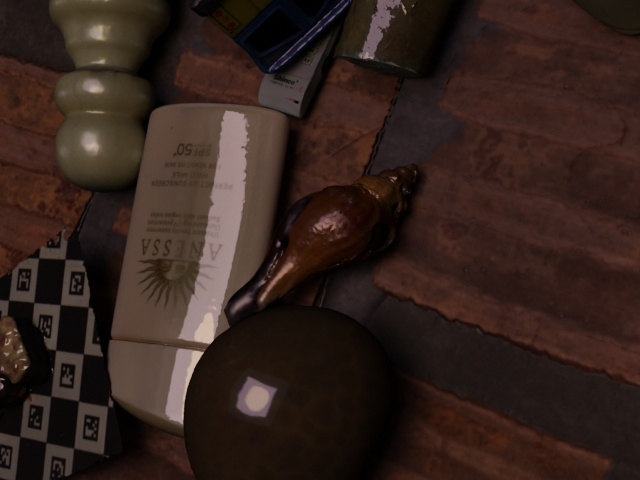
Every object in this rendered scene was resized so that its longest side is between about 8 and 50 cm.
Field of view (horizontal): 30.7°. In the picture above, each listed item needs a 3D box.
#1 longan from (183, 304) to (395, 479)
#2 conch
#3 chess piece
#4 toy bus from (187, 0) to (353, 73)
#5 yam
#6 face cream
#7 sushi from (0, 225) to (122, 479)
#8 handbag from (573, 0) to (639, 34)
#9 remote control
[{"bbox_3d":[-0.032,0.160,1.087,0.198,0.198,0.212,29,109,30],"label":"longan"},{"bbox_3d":[-0.001,-0.006,1.152,0.232,0.080,0.086,-22,44,-1],"label":"conch"},{"bbox_3d":[-0.240,-0.180,1.313,0.144,0.144,0.251,-2,81,27],"label":"chess piece"},{"bbox_3d":[-0.105,-0.333,1.236,0.138,0.175,0.288,-42,55,11],"label":"toy bus"},{"bbox_3d":[0.101,-0.288,1.181,0.106,0.106,0.259,19,88,29],"label":"yam"},{"bbox_3d":[-0.135,0.030,1.229,0.173,0.081,0.349,5,79,27],"label":"face cream"},{"bbox_3d":[-0.349,0.150,1.286,0.290,0.050,0.264,-30,65,34],"label":"sushi"},{"bbox_3d":[0.215,-0.310,1.003,0.109,0.315,0.241,-46,63,8],"label":"handbag"},{"bbox_3d":[-0.010,-0.214,1.258,0.065,0.029,0.166,21,83,35],"label":"remote control"}]
